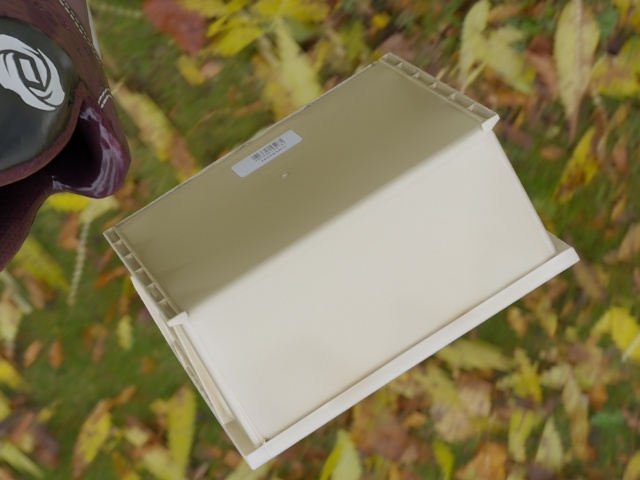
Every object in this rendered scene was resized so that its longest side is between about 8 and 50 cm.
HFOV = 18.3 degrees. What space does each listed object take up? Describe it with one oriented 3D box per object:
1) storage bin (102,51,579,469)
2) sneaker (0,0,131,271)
[{"bbox_3d":[0.000,0.000,1.417,0.262,0.260,0.123,-33,113,-6],"label":"storage bin"},{"bbox_3d":[-0.173,-0.057,0.577,0.106,0.281,0.162,-57,46,37],"label":"sneaker"}]
